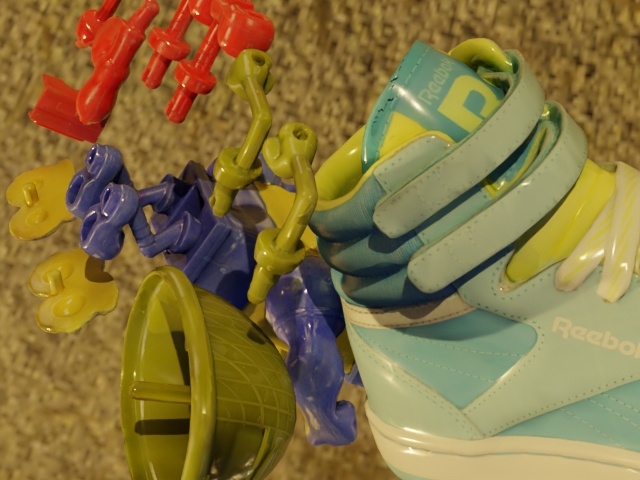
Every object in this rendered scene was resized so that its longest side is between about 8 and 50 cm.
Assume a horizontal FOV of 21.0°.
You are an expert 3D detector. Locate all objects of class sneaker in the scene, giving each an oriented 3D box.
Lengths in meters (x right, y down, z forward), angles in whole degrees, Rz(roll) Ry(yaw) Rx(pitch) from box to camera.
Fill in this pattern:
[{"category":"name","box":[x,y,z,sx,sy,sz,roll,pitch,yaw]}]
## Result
[{"category":"sneaker","box":[0.127,0.003,0.713,0.319,0.127,0.208,-8,121,32]}]

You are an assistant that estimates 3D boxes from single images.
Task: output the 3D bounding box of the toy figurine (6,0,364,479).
[{"category":"toy figurine","box":[0.000,0.000,0.843,0.217,0.362,0.191,21,109,-28]}]
